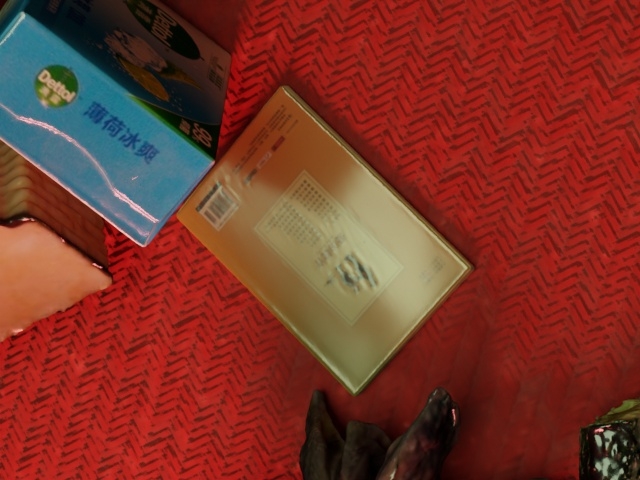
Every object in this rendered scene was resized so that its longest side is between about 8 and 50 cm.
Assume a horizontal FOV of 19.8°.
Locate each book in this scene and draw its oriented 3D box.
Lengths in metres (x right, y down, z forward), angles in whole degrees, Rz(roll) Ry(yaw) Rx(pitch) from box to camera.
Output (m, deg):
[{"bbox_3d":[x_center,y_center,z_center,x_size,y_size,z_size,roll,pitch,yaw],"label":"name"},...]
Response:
[{"bbox_3d":[0.000,0.000,1.182,0.172,0.012,0.118,45,109,11],"label":"book"}]

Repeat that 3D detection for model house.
[{"bbox_3d":[-0.249,-0.045,1.193,0.166,0.183,0.172,-26,48,24],"label":"model house"}]

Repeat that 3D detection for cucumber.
[{"bbox_3d":[0.188,0.205,1.113,0.058,0.052,0.215,-6,96,-8],"label":"cucumber"}]

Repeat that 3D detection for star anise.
[{"bbox_3d":[0.027,0.201,1.136,0.282,0.129,0.212,-30,89,16],"label":"star anise"}]

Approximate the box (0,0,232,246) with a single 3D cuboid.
[{"bbox_3d":[-0.131,-0.097,1.102,0.139,0.194,0.073,37,108,-15],"label":"box"}]
